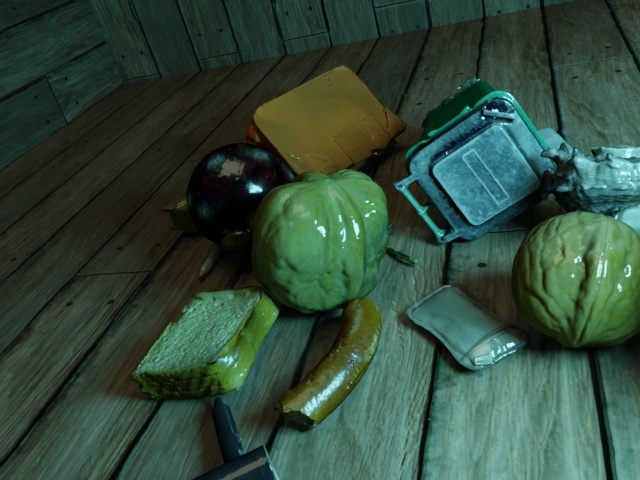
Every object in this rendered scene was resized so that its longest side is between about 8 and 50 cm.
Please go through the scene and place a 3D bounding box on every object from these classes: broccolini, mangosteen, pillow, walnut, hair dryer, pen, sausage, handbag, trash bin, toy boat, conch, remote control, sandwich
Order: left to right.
[{"bbox_3d":[-0.208,0.192,1.207,0.226,0.087,0.251,-14,28,26],"label":"sandwich"},{"bbox_3d":[-0.262,0.033,1.570,0.026,0.026,0.218,-5,32,19],"label":"pen"},{"bbox_3d":[-0.157,0.331,0.993,0.128,0.070,0.255,-24,23,-12],"label":"hair dryer"},{"bbox_3d":[-0.237,-0.162,1.773,0.445,0.136,0.162,-34,43,-28],"label":"toy boat"},{"bbox_3d":[-0.181,-0.091,1.510,0.288,0.288,0.288,-12,30,7],"label":"mangosteen"},{"bbox_3d":[0.002,0.000,1.251,0.282,0.277,0.253,1,34,-11],"label":"walnut"},{"bbox_3d":[0.018,-0.310,1.783,0.410,0.116,0.303,-35,78,-32],"label":"handbag"},{"bbox_3d":[0.034,0.205,1.079,0.102,0.076,0.302,7,37,32],"label":"sausage"},{"bbox_3d":[0.164,0.012,1.397,0.052,0.054,0.194,-44,35,11],"label":"broccolini"},{"bbox_3d":[0.253,0.147,1.110,0.130,0.038,0.232,-28,31,-15],"label":"pillow"},{"bbox_3d":[0.342,-0.194,1.419,0.295,0.259,0.381,-34,15,23],"label":"trash bin"},{"bbox_3d":[0.600,-0.249,1.619,0.061,0.029,0.162,-16,30,4],"label":"remote control"},{"bbox_3d":[0.418,0.067,1.003,0.228,0.228,0.228,-12,30,7],"label":"walnut"},{"bbox_3d":[0.556,-0.093,1.140,0.186,0.313,0.240,-58,3,-19],"label":"conch"}]

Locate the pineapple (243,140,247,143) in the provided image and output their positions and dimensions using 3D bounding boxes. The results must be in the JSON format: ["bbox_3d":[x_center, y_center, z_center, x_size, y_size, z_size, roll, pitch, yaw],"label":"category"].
[{"bbox_3d":[-0.195,-0.275,2.006,0.224,0.076,0.225,-15,28,8],"label":"pineapple"}]
